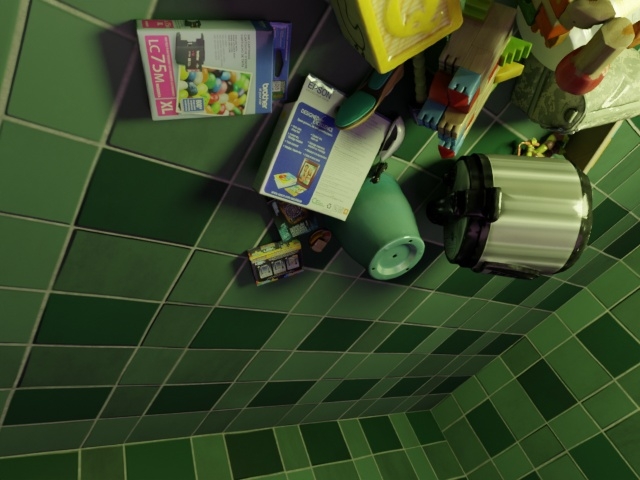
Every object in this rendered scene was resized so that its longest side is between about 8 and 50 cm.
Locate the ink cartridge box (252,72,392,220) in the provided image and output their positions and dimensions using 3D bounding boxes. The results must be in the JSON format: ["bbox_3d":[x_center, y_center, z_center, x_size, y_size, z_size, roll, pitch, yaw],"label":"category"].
[{"bbox_3d":[0.009,-0.229,1.101,0.303,0.072,0.307,15,103,-38],"label":"ink cartridge box"}]

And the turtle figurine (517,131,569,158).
[{"bbox_3d":[0.747,-0.277,1.459,0.217,0.087,0.269,-33,132,-4],"label":"turtle figurine"}]

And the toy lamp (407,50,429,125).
[{"bbox_3d":[0.252,-0.412,1.052,0.080,0.080,0.275,-24,141,-3],"label":"toy lamp"}]

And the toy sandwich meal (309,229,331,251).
[{"bbox_3d":[0.000,0.000,1.393,0.085,0.029,0.086,-15,139,-14],"label":"toy sandwich meal"}]

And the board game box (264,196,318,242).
[{"bbox_3d":[-0.082,-0.081,1.264,0.126,0.026,0.186,-22,140,-5],"label":"board game box"}]

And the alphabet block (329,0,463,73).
[{"bbox_3d":[0.132,-0.486,0.813,0.193,0.197,0.192,-31,140,6],"label":"alphabet block"}]

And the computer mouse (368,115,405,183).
[{"bbox_3d":[0.197,-0.256,1.185,0.106,0.042,0.193,-47,162,-52],"label":"computer mouse"}]

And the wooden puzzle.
[{"bbox_3d":[0.888,-0.340,1.368,0.044,0.239,0.221,17,128,2],"label":"wooden puzzle"}]

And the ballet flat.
[{"bbox_3d":[0.128,-0.349,1.025,0.232,0.080,0.073,-49,152,3],"label":"ballet flat"}]

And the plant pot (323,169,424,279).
[{"bbox_3d":[0.178,-0.031,1.282,0.271,0.255,0.272,-15,138,-14],"label":"plant pot"}]

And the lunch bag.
[{"bbox_3d":[0.735,-0.422,1.165,0.305,0.256,0.213,-14,138,-14],"label":"lunch bag"}]

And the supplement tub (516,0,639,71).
[{"bbox_3d":[0.662,-0.581,0.966,0.331,0.241,0.241,-37,139,12],"label":"supplement tub"}]

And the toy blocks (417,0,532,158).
[{"bbox_3d":[0.328,-0.350,0.979,0.261,0.190,0.381,-61,163,3],"label":"toy blocks"}]

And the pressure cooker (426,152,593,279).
[{"bbox_3d":[0.546,-0.086,1.307,0.420,0.376,0.370,5,135,4],"label":"pressure cooker"}]

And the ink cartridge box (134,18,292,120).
[{"bbox_3d":[-0.206,-0.356,0.877,0.311,0.065,0.186,-12,138,-20],"label":"ink cartridge box"}]

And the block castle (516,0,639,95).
[{"bbox_3d":[0.528,-0.529,0.774,0.303,0.453,0.213,-20,174,8],"label":"block castle"}]

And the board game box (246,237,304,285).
[{"bbox_3d":[-0.145,0.068,1.373,0.170,0.048,0.141,-17,137,-12],"label":"board game box"}]
